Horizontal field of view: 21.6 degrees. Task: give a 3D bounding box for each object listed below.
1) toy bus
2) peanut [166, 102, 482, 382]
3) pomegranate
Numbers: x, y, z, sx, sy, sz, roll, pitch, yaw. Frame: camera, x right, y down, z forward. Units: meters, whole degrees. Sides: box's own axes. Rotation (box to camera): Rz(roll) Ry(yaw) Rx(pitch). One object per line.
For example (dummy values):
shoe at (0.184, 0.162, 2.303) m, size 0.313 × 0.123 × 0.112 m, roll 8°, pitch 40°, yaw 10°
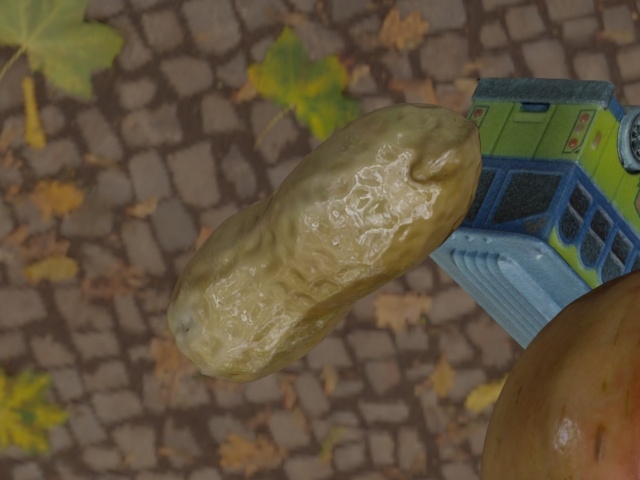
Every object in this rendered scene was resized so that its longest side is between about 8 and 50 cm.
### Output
toy bus at (0.237, 0.009, 1.471) m, size 0.152 × 0.190 × 0.312 m, roll 6°, pitch 153°, yaw 44°
peanut at (0.000, 0.000, 1.042) m, size 0.101 × 0.117 × 0.263 m, roll 37°, pitch 131°, yaw -14°
pomegranate at (0.220, 0.118, 0.972) m, size 0.252 × 0.270 × 0.229 m, roll 8°, pitch 166°, yaw -25°
